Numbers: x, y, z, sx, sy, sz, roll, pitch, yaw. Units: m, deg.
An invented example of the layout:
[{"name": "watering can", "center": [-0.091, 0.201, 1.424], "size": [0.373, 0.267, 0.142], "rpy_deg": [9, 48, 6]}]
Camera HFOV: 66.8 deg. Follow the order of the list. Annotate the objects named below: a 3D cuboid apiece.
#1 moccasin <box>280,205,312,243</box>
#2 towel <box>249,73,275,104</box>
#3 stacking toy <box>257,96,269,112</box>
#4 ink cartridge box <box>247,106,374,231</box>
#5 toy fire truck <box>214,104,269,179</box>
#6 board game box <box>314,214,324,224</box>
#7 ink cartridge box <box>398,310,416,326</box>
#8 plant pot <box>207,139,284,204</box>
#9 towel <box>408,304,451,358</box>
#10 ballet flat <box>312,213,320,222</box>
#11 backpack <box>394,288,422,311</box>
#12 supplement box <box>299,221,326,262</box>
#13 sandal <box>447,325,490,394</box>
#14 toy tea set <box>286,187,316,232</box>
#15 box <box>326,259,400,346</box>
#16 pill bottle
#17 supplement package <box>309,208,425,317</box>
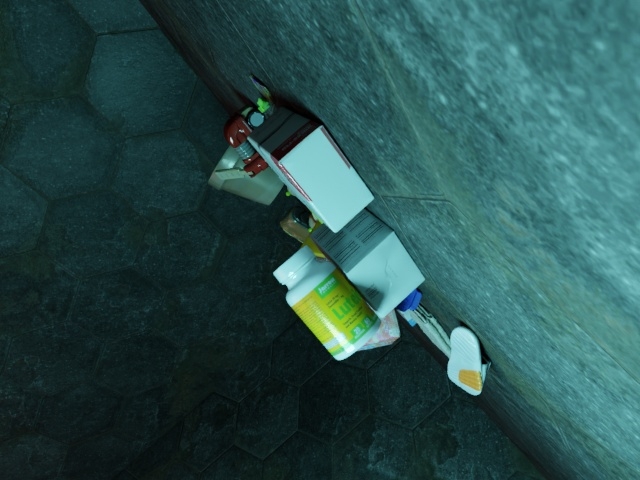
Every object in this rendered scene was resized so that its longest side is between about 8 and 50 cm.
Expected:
[{"name": "moccasin", "center": [-0.001, 0.003, 2.075], "size": [0.380, 0.139, 0.147], "rpy_deg": [27, 141, -19]}, {"name": "towel", "center": [-0.139, -0.363, 1.168], "size": [0.083, 0.009, 0.060], "rpy_deg": [49, 179, 40]}, {"name": "stacking toy", "center": [-0.107, -0.286, 1.346], "size": [0.167, 0.052, 0.221], "rpy_deg": [49, 178, 7]}, {"name": "ink cartridge box", "center": [-0.031, -0.162, 1.044], "size": [0.197, 0.114, 0.273], "rpy_deg": [50, 178, -31]}, {"name": "toy fire truck", "center": [-0.263, -0.303, 1.636], "size": [0.217, 0.246, 0.158], "rpy_deg": [50, 178, -32]}, {"name": "board game box", "center": [0.033, -0.084, 1.440], "size": [0.181, 0.092, 0.043], "rpy_deg": [50, 179, -4]}, {"name": "ink cartridge box", "center": [0.307, 0.232, 1.860], "size": [0.181, 0.061, 0.104], "rpy_deg": [50, 178, -28]}, {"name": "plant pot", "center": [-0.294, -0.309, 2.149], "size": [0.280, 0.323, 0.323], "rpy_deg": [33, -179, -10]}, {"name": "towel", "center": [0.399, 0.322, 1.710], "size": [0.282, 0.049, 0.187], "rpy_deg": [50, 179, -26]}, {"name": "ballet flat", "center": [0.070, -0.042, 1.735], "size": [0.248, 0.086, 0.086], "rpy_deg": [43, -179, -24]}, {"name": "backpack", "center": [0.243, 0.165, 1.465], "size": [0.101, 0.098, 0.120], "rpy_deg": [30, 179, -6]}, {"name": "supplement box", "center": [0.071, 0.052, 1.667], "size": [0.191, 0.129, 0.194], "rpy_deg": [8, 148, 43]}, {"name": "sandal", "center": [0.389, 0.298, 1.242], "size": [0.102, 0.076, 0.265], "rpy_deg": [30, 146, 37]}, {"name": "toy tea set", "center": [-0.057, -0.142, 1.927], "size": [0.200, 0.124, 0.336], "rpy_deg": [50, 178, -29]}, {"name": "box", "center": [0.116, 0.154, 1.394], "size": [0.154, 0.142, 0.300], "rpy_deg": [96, 162, -71]}, {"name": "pill bottle", "center": [0.010, 0.134, 1.097], "size": [0.246, 0.136, 0.136], "rpy_deg": [49, 178, 1]}, {"name": "supplement package", "center": [0.113, 0.041, 1.201], "size": [0.194, 0.149, 0.203], "rpy_deg": [51, 176, -38]}]
